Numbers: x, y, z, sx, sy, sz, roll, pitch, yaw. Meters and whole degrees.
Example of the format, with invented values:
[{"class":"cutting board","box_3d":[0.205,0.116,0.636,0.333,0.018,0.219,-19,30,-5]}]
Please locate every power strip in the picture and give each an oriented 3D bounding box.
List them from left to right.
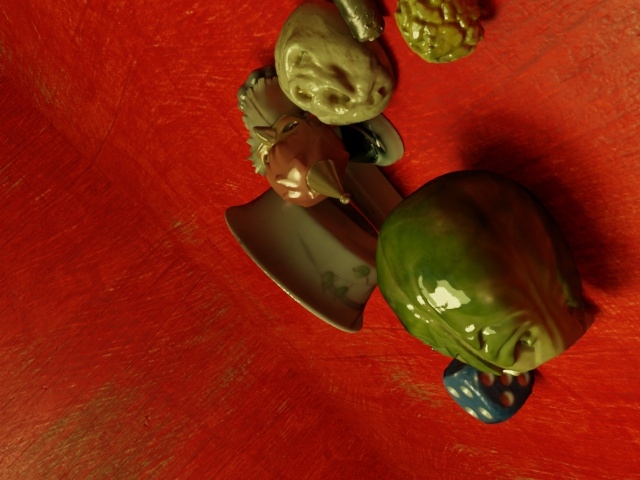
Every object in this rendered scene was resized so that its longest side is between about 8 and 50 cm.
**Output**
[{"class":"power strip","box_3d":[0.128,-0.057,1.763,0.385,0.062,0.091,50,163,-15]}]

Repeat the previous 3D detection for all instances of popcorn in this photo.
[{"class":"popcorn","box_3d":[0.153,-0.289,1.171,0.121,0.116,0.106,7,-159,-11]}]

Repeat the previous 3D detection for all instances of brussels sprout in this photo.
[{"class":"brussels sprout","box_3d":[0.255,0.056,1.407,0.354,0.281,0.289,47,150,-5]}]

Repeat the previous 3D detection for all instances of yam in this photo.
[{"class":"yam","box_3d":[0.020,-0.395,1.274,0.061,0.061,0.253,22,152,48]}]

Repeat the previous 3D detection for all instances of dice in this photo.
[{"class":"dice","box_3d":[0.354,0.293,1.919,0.146,0.143,0.146,46,161,-7]}]

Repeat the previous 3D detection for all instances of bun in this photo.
[{"class":"bun","box_3d":[0.010,-0.268,1.452,0.231,0.133,0.231,36,158,18]}]

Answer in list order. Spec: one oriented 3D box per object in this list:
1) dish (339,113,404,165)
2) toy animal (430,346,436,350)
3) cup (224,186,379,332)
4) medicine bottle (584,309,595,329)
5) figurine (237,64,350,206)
[{"class":"dish","box_3d":[0.071,-0.171,1.611,0.141,0.078,0.141,38,160,17]},{"class":"toy animal","box_3d":[0.228,0.120,1.898,0.210,0.121,0.117,49,143,5]},{"class":"cup","box_3d":[0.000,0.000,1.732,0.347,0.163,0.347,41,-169,-10]},{"class":"medicine bottle","box_3d":[0.397,0.114,1.549,0.130,0.080,0.080,40,161,7]},{"class":"figurine","box_3d":[-0.050,-0.164,1.587,0.166,0.207,0.387,23,-152,-38]}]
